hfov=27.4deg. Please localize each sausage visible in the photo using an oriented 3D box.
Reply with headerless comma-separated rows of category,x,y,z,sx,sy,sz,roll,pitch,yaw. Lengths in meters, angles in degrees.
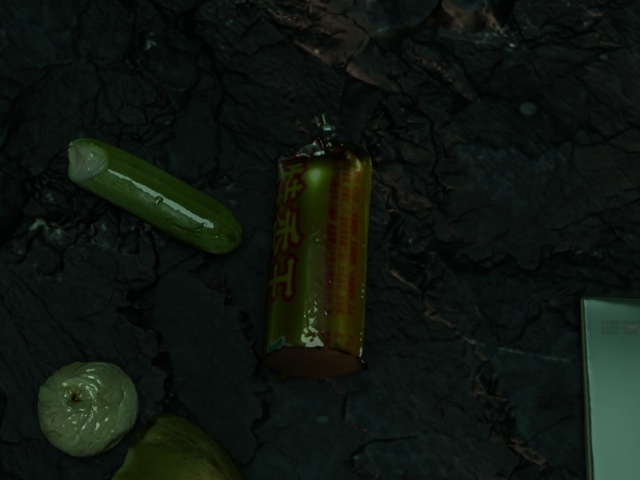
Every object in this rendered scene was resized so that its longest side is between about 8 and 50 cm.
sausage,0.001,0.000,1.526,0.125,0.117,0.317,-9,69,36

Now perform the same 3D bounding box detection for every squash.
squash,-0.200,-0.053,1.561,0.239,0.069,0.069,28,74,5

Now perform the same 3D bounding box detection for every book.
book,0.436,0.249,1.523,0.264,0.031,0.379,3,73,-3

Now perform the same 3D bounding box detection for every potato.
potato,-0.143,0.354,1.334,0.213,0.280,0.330,24,72,7

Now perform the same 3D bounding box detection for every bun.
bun,-0.263,0.187,1.485,0.115,0.069,0.115,1,74,-4
